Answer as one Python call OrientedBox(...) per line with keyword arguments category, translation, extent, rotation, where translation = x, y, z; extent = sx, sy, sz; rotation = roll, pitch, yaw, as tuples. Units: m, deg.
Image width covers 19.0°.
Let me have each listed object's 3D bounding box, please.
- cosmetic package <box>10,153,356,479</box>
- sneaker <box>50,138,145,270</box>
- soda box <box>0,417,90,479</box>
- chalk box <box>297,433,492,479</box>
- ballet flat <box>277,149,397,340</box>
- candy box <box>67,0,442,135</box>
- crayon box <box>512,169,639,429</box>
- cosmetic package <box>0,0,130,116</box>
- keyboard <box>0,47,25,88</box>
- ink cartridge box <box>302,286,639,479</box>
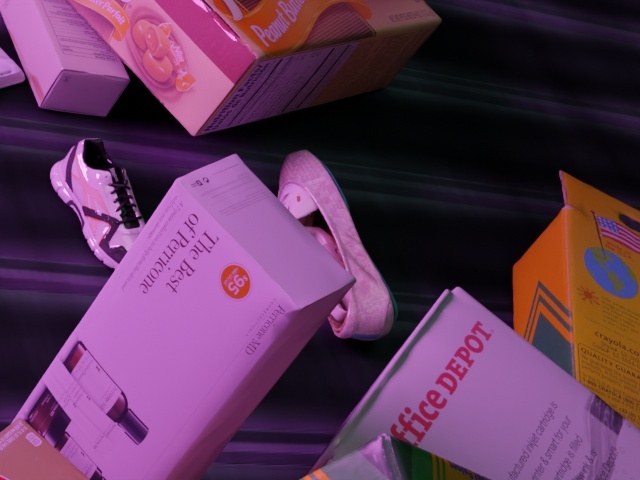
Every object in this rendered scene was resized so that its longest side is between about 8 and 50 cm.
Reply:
OrientedBox(category="cosmetic package", translation=(-0.087, 0.073, 1.048), extent=(0.099, 0.239, 0.060), rotation=(44, 35, 12))
OrientedBox(category="sneaker", translation=(-0.141, -0.023, 1.284), extent=(0.040, 0.043, 0.109), rotation=(-16, 62, -51))
OrientedBox(category="soda box", translation=(-0.199, 0.168, 0.997), extent=(0.058, 0.061, 0.181), rotation=(41, 35, 5))
OrientedBox(category="chalk box", translation=(0.044, 0.272, 0.925), extent=(0.179, 0.180, 0.289), rotation=(31, 34, -52))
OrientedBox(category="ballet flat", translation=(0.000, 0.000, 1.370), extent=(0.052, 0.057, 0.168), rotation=(-8, 54, -33))
OrientedBox(category="candy box", translation=(-0.053, -0.191, 1.476), extent=(0.183, 0.087, 0.316), rotation=(47, 28, 12))
OrientedBox(category="crayon box", translation=(0.248, 0.105, 1.436), extent=(0.202, 0.081, 0.318), rotation=(26, 37, -15))
OrientedBox(category="cosmetic package", translation=(-0.187, -0.146, 1.387), extent=(0.060, 0.041, 0.115), rotation=(7, 45, -38))
OrientedBox(category="keyboard", translation=(-0.304, -0.106, 1.270), extent=(0.072, 0.014, 0.256), rotation=(42, 35, 17))
OrientedBox(category="ink cartridge box", translation=(0.135, 0.205, 1.180), extent=(0.307, 0.129, 0.223), rotation=(39, 35, 3))
